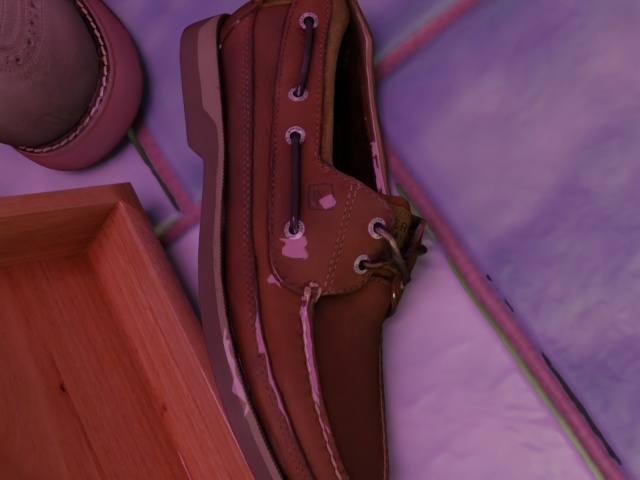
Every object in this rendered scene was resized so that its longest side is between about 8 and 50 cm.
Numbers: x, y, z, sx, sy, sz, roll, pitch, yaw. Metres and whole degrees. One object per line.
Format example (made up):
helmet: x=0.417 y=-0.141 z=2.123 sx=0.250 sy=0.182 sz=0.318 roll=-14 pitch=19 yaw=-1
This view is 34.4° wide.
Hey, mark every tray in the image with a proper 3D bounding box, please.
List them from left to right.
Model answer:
tray: x=-0.112 y=0.166 z=0.514 sx=0.076 sy=0.202 sz=0.411 roll=-46 pitch=64 yaw=42

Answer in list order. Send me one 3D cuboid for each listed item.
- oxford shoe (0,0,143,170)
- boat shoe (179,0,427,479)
oxford shoe: x=-0.275 y=-0.209 z=0.675 sx=0.397 sy=0.146 sz=0.140 roll=42 pitch=98 yaw=23
boat shoe: x=0.000 y=0.000 z=0.553 sx=0.104 sy=0.110 sz=0.307 roll=-17 pitch=74 yaw=18
